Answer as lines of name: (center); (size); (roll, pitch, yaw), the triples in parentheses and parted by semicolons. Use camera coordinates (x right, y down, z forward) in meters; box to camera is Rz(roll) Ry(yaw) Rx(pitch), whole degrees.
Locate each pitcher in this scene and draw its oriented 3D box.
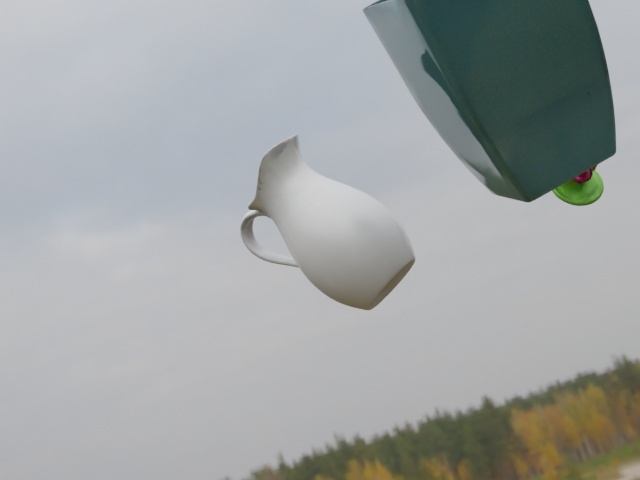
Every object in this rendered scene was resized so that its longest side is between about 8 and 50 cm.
pitcher: (0.000, 0.000, 1.393); (0.125, 0.207, 0.178); (-37, -16, -43)

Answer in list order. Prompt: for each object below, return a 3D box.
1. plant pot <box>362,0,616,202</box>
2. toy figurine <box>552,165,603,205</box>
plant pot: (0.182, -0.166, 1.137); (0.165, 0.234, 0.166); (-29, 11, -7)
toy figurine: (0.301, -0.148, 1.452); (0.130, 0.173, 0.159); (-34, -25, -25)
